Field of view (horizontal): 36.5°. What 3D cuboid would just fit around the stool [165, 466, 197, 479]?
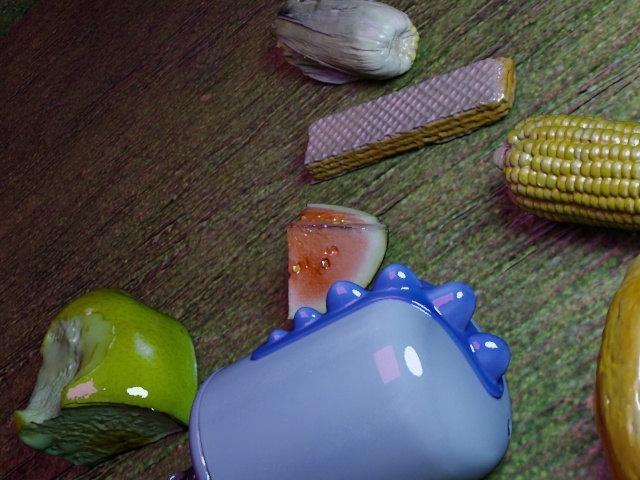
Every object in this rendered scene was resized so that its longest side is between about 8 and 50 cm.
[{"bbox_3d":[-0.175,0.399,1.216,0.228,0.139,0.153,-45,36,16],"label":"stool"}]

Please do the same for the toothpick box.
[{"bbox_3d":[0.047,0.178,1.078,0.354,0.263,0.263,-29,44,25],"label":"toothpick box"}]

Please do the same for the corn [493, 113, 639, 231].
[{"bbox_3d":[0.335,-0.072,1.080,0.347,0.130,0.130,17,74,49],"label":"corn"}]

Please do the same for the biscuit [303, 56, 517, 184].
[{"bbox_3d":[0.120,-0.176,1.440,0.378,0.054,0.094,-15,51,39],"label":"biscuit"}]

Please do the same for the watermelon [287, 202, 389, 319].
[{"bbox_3d":[0.014,0.012,1.380,0.193,0.137,0.145,-40,5,15],"label":"watermelon"}]

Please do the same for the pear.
[{"bbox_3d":[-0.338,0.187,1.535,0.286,0.176,0.282,-25,44,30],"label":"pear"}]

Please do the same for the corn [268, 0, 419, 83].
[{"bbox_3d":[0.034,-0.333,1.596,0.305,0.123,0.122,18,77,51],"label":"corn"}]

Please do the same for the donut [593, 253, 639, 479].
[{"bbox_3d":[0.427,0.118,0.783,0.449,0.198,0.449,-24,45,27],"label":"donut"}]
